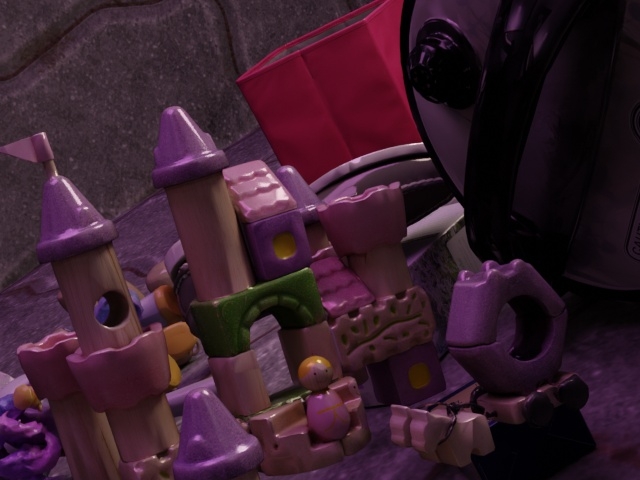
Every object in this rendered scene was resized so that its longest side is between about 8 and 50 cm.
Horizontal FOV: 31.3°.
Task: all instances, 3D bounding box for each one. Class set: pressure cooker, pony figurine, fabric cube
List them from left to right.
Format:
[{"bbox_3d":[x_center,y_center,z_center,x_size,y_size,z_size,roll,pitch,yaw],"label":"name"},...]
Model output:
[{"bbox_3d":[-0.284,0.178,1.132,0.364,0.302,0.351,-28,-19,15],"label":"pony figurine"},{"bbox_3d":[0.057,-0.234,1.920,0.259,0.258,0.254,-21,16,25],"label":"fabric cube"},{"bbox_3d":[0.271,-0.152,0.947,0.420,0.369,0.375,-32,10,-31],"label":"pressure cooker"}]

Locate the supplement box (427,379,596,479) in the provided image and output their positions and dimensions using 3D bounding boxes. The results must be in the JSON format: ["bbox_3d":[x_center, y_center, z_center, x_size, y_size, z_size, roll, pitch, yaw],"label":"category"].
[{"bbox_3d":[0.135,0.133,0.817,0.083,0.056,0.083,-29,13,-8],"label":"supplement box"}]

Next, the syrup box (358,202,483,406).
[{"bbox_3d":[0.087,0.058,1.114,0.096,0.093,0.237,-14,19,47],"label":"syrup box"}]

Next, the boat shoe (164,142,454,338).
[{"bbox_3d":[0.001,0.002,1.093,0.305,0.091,0.109,-24,-30,6],"label":"boat shoe"}]

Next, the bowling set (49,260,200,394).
[{"bbox_3d":[-0.246,0.152,1.395,0.287,0.154,0.200,-9,41,50],"label":"bowling set"}]

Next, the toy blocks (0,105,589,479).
[{"bbox_3d":[-0.043,0.023,0.782,0.289,0.260,0.309,-19,7,-28],"label":"toy blocks"}]
